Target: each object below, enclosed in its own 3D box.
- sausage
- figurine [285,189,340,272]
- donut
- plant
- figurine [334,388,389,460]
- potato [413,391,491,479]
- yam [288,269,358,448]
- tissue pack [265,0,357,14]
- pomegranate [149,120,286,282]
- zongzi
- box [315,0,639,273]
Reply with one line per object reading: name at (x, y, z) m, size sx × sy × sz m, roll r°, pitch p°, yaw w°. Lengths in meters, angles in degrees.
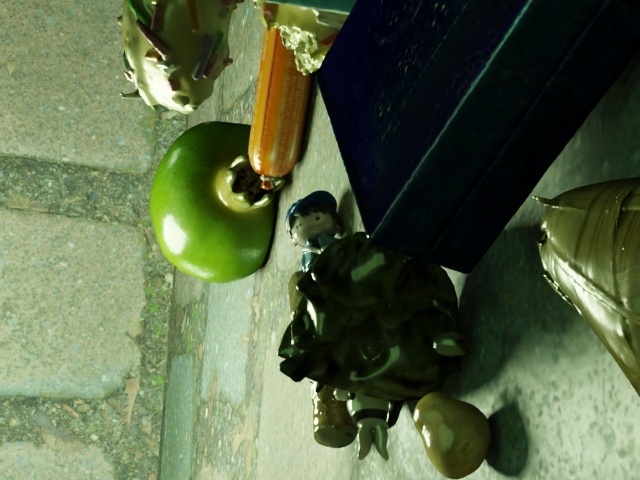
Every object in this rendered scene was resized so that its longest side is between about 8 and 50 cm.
sausage at (-0.063, -0.236, 1.643) m, size 0.093 × 0.093 × 0.312 m, roll -129°, pitch 47°, yaw -69°
figurine at (0.000, 0.000, 1.386) m, size 0.087 × 0.086 × 0.149 m, roll 46°, pitch -158°, yaw -56°
donut at (-0.090, -0.333, 1.334) m, size 0.150 × 0.371 × 0.307 m, roll 33°, pitch 129°, yaw 38°
plant at (0.089, 0.025, 1.035) m, size 0.251 × 0.180 × 0.333 m, roll -56°, pitch 3°, yaw 45°
figurine at (0.068, 0.168, 1.104) m, size 0.098 × 0.081 × 0.146 m, roll 18°, pitch -113°, yaw -61°
potato at (0.117, 0.174, 0.903) m, size 0.083 × 0.062 × 0.068 m, roll 38°, pitch 100°, yaw 28°
yam at (0.001, 0.154, 1.326) m, size 0.299 × 0.066 × 0.066 m, roll -104°, pitch 25°, yaw -52°
tissue pack at (0.033, -0.404, 1.153) m, size 0.124 × 0.201 × 0.271 m, roll -123°, pitch 41°, yaw -52°
pomegranate at (-0.200, -0.085, 1.846) m, size 0.358 × 0.216 × 0.309 m, roll 149°, pitch 128°, yaw -70°
zongzi at (0.203, 0.059, 0.597) m, size 0.194 × 0.099 × 0.197 m, roll -164°, pitch 73°, yaw -74°
box at (0.116, -0.162, 0.836) m, size 0.261 × 0.116 × 0.279 m, roll -57°, pitch 29°, yaw 28°
